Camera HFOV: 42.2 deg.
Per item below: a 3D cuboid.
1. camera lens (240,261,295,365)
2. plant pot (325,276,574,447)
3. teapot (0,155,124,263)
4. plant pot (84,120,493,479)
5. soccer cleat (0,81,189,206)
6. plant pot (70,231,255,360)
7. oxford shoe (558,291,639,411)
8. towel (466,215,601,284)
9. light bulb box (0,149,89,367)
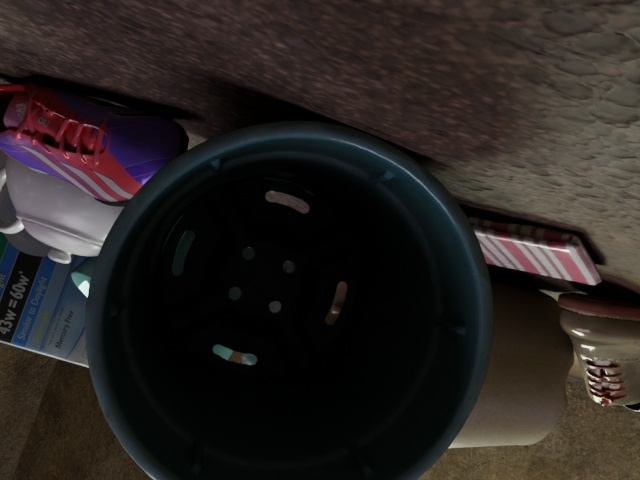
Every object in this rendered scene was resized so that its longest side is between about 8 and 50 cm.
[{"bbox_3d":[0.000,0.140,1.441,0.219,0.274,0.219,19,173,2],"label":"camera lens"},{"bbox_3d":[0.164,0.160,1.156,0.306,0.333,0.334,9,176,-14],"label":"plant pot"},{"bbox_3d":[-0.360,-0.058,1.225,0.253,0.187,0.256,22,174,-18],"label":"teapot"},{"bbox_3d":[-0.044,0.061,0.846,0.341,0.341,0.334,20,-179,-10],"label":"plant pot"},{"bbox_3d":[-0.273,-0.115,0.904,0.318,0.108,0.116,16,169,40],"label":"soccer cleat"},{"bbox_3d":[-0.224,0.060,1.391,0.293,0.235,0.293,32,159,14],"label":"plant pot"},{"bbox_3d":[0.393,0.154,1.083,0.123,0.130,0.348,13,171,41],"label":"oxford shoe"},{"bbox_3d":[0.189,0.000,0.872,0.197,0.029,0.144,12,171,29],"label":"towel"},{"bbox_3d":[-0.500,0.025,1.552,0.361,0.357,0.225,20,171,-19],"label":"light bulb box"}]
